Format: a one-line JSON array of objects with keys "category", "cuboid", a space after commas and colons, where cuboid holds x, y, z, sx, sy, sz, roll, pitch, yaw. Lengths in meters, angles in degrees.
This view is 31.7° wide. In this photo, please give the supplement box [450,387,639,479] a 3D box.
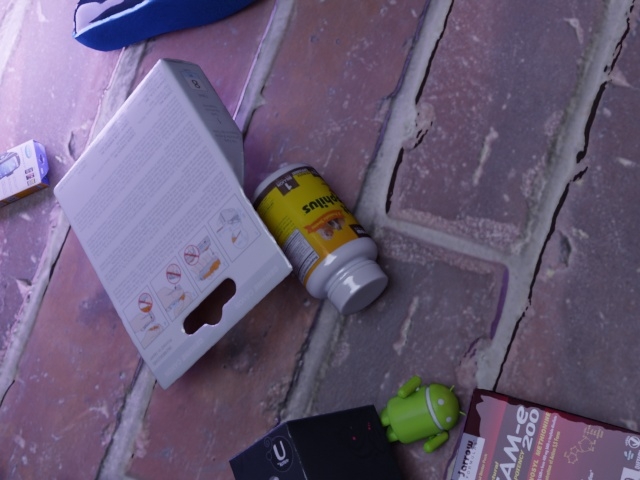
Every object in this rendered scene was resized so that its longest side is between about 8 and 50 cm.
[{"category": "supplement box", "cuboid": [0.300, 0.281, 1.434, 0.239, 0.073, 0.130, 12, 84, 25]}]

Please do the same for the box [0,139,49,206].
[{"category": "box", "cuboid": [-0.507, -0.111, 1.873, 0.136, 0.028, 0.081, -20, 72, 15]}]

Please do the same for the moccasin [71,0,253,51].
[{"category": "moccasin", "cuboid": [-0.253, -0.402, 1.771, 0.342, 0.138, 0.116, -10, 71, 19]}]

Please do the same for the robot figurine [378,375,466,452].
[{"category": "robot figurine", "cuboid": [0.135, 0.232, 1.513, 0.115, 0.067, 0.101, -22, 100, 18]}]

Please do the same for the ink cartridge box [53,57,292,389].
[{"category": "ink cartridge box", "cuboid": [-0.207, -0.024, 1.656, 0.308, 0.091, 0.385, -44, 68, 28]}]

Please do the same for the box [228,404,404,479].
[{"category": "box", "cuboid": [0.022, 0.370, 1.457, 0.143, 0.165, 0.270, -40, 64, 41]}]

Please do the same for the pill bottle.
[{"category": "pill bottle", "cuboid": [0.000, 0.000, 1.591, 0.117, 0.117, 0.215, -42, 67, 9]}]
